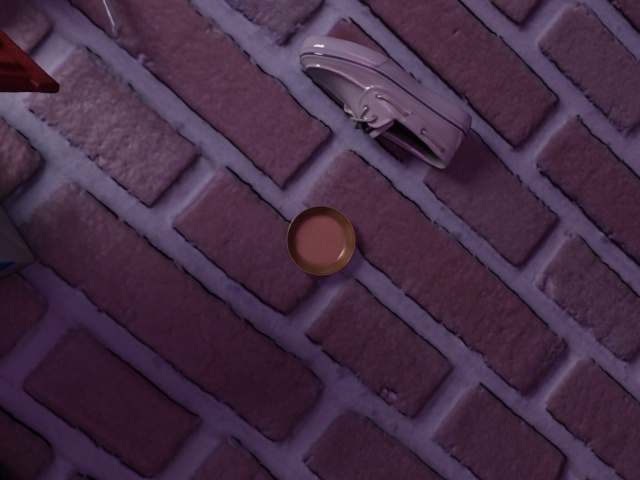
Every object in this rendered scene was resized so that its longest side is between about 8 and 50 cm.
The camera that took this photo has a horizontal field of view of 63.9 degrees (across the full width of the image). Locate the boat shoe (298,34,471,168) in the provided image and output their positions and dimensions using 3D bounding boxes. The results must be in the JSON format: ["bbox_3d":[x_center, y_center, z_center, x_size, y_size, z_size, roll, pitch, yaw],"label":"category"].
[{"bbox_3d":[0.072,-0.156,0.596,0.226,0.083,0.075,23,84,-10],"label":"boat shoe"}]

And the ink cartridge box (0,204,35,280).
[{"bbox_3d":[-0.413,0.049,0.478,0.231,0.134,0.078,-31,96,-10],"label":"ink cartridge box"}]

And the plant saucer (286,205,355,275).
[{"bbox_3d":[0.000,0.000,0.616,0.083,0.015,0.083,0,90,-10],"label":"plant saucer"}]

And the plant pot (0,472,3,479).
[{"bbox_3d":[-0.381,0.338,0.436,0.212,0.236,0.236,-21,92,-16],"label":"plant pot"}]

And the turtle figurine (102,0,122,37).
[{"bbox_3d":[-0.280,-0.342,0.463,0.198,0.275,0.266,-7,123,-49],"label":"turtle figurine"}]

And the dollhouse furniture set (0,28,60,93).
[{"bbox_3d":[-0.352,-0.041,0.223,0.152,0.374,0.201,45,119,8],"label":"dollhouse furniture set"}]
